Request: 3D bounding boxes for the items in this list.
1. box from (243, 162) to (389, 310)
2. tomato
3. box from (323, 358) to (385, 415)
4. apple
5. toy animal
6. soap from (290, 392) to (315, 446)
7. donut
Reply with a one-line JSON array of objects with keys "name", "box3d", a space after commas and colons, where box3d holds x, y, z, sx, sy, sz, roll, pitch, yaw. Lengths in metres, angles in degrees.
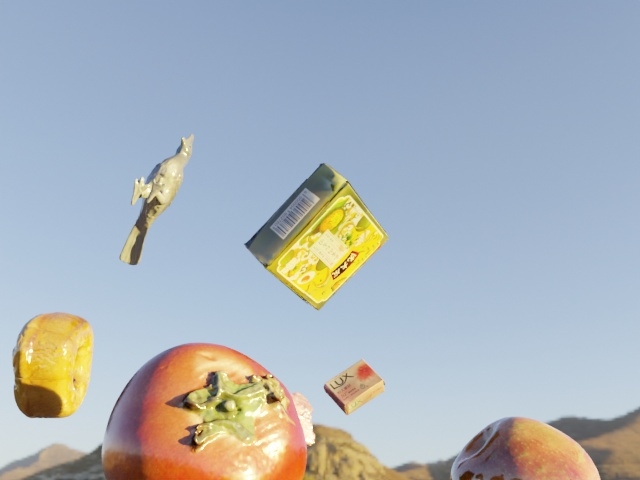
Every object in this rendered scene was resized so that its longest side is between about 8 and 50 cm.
[{"name": "box", "box3d": [0.000, 0.000, 2.274, 0.373, 0.138, 0.420, -47, -36, -2]}, {"name": "tomato", "box3d": [-0.183, 0.327, 1.080, 0.322, 0.321, 0.321, 0, -22, 0]}, {"name": "box", "box3d": [0.103, 0.436, 2.046, 0.156, 0.111, 0.060, -29, -47, -21]}, {"name": "apple", "box3d": [0.434, 0.536, 1.483, 0.277, 0.319, 0.319, 36, -23, 7]}, {"name": "toy animal", "box3d": [-0.393, -0.109, 1.638, 0.081, 0.367, 0.206, 26, -5, -1]}, {"name": "soap", "box3d": [-0.200, 0.465, 1.696, 0.233, 0.128, 0.359, 18, -35, -29]}, {"name": "donut", "box3d": [-0.542, 0.253, 1.397, 0.114, 0.226, 0.226, 4, -23, -3]}]
